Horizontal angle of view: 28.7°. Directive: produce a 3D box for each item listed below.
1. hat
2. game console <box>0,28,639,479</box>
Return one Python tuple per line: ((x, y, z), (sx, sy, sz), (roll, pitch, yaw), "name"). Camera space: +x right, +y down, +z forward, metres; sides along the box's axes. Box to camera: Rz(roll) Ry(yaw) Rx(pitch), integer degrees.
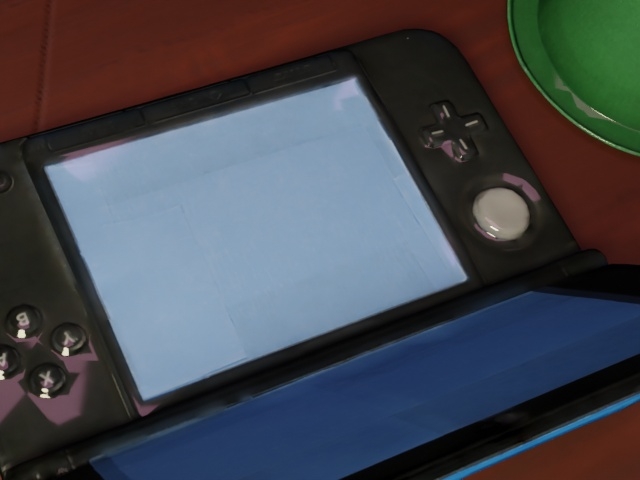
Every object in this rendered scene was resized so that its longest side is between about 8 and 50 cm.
((0.196, -0.155, 0.632), (0.208, 0.183, 0.173), (-14, 66, -19), "hat")
((0.000, 0.000, 0.513), (0.293, 0.173, 0.250), (-19, 67, -21), "game console")
